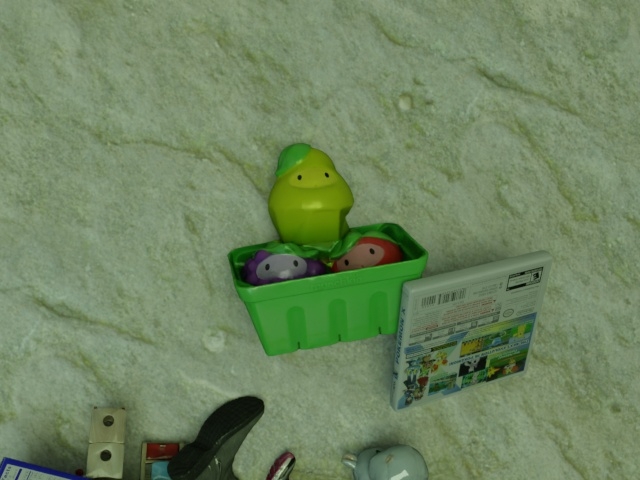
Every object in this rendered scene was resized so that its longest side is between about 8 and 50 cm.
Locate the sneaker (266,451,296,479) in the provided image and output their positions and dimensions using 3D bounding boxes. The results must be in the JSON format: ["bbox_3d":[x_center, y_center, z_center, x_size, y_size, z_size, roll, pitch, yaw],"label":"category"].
[{"bbox_3d":[-0.080,0.517,1.542,0.074,0.063,0.170,24,91,-7],"label":"sneaker"}]

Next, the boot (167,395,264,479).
[{"bbox_3d":[-0.193,0.441,1.518,0.246,0.083,0.161,-41,127,-33],"label":"boot"}]

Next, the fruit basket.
[{"bbox_3d":[0.000,0.000,1.475,0.391,0.283,0.392,-3,107,-10],"label":"fruit basket"}]

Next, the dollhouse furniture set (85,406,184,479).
[{"bbox_3d":[-0.353,0.396,1.461,0.183,0.129,0.129,5,70,-15],"label":"dollhouse furniture set"}]

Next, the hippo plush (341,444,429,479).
[{"bbox_3d":[0.161,0.537,1.523,0.234,0.294,0.237,13,60,-26],"label":"hippo plush"}]

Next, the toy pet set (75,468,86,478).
[{"bbox_3d":[-0.442,0.525,1.488,0.114,0.065,0.122,9,88,-8],"label":"toy pet set"}]

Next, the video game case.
[{"bbox_3d":[0.297,0.180,1.502,0.328,0.036,0.300,-11,123,-23],"label":"video game case"}]

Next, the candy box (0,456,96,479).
[{"bbox_3d":[-0.456,0.553,1.392,0.317,0.122,0.268,17,130,-6],"label":"candy box"}]
